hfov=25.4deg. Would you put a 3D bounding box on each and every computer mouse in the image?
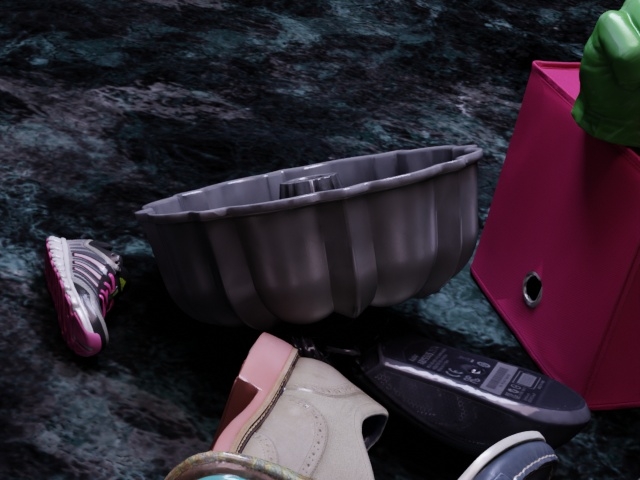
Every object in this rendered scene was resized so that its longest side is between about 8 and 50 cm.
[{"bbox_3d":[0.107,0.138,1.285,0.272,0.072,0.188,19,14,19],"label":"computer mouse"}]

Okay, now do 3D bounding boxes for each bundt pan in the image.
[{"bbox_3d":[0.000,0.000,1.329,0.330,0.124,0.331,-10,6,1],"label":"bundt pan"}]

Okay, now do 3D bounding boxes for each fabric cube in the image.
[{"bbox_3d":[0.340,-0.012,1.438,0.259,0.258,0.254,-3,35,-24],"label":"fabric cube"}]

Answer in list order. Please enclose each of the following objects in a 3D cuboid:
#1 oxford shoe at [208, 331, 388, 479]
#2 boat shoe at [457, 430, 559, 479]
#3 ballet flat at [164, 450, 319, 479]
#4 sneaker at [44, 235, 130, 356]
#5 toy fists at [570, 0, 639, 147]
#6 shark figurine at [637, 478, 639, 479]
[{"bbox_3d":[-0.026,0.209,1.062,0.146,0.140,0.397,21,33,-1],"label":"oxford shoe"},{"bbox_3d":[0.119,0.234,1.111,0.079,0.095,0.254,30,36,30],"label":"boat shoe"},{"bbox_3d":[0.026,0.243,0.929,0.348,0.123,0.123,45,26,-17],"label":"ballet flat"},{"bbox_3d":[-0.210,0.046,1.325,0.074,0.063,0.170,-6,30,-18],"label":"sneaker"},{"bbox_3d":[0.370,-0.149,1.285,0.279,0.142,0.096,6,32,-10],"label":"toy fists"},{"bbox_3d":[0.327,0.206,1.222,0.278,0.116,0.166,-6,34,-31],"label":"shark figurine"}]
